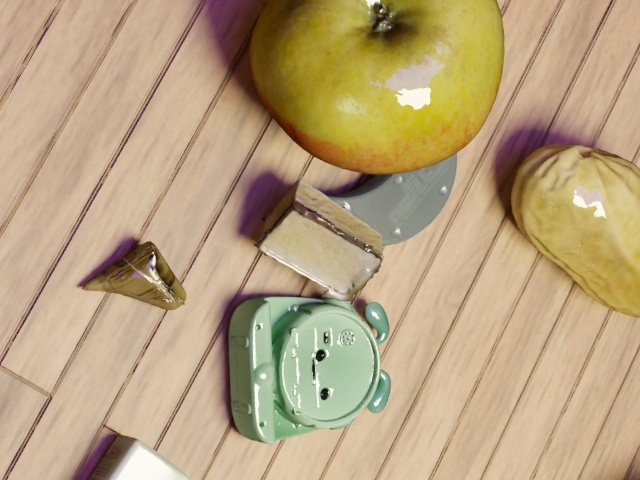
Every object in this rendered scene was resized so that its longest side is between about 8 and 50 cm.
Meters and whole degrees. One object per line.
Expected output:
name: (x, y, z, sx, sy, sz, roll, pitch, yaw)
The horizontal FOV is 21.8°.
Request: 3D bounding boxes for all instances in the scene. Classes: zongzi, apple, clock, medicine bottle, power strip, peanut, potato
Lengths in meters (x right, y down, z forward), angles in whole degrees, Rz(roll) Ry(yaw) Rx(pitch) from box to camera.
zongzi: (-0.180, 0.052, 1.628, 0.083, 0.040, 0.076, -37, 115, -12)
apple: (0.062, -0.185, 1.649, 0.260, 0.194, 0.261, 2, 75, -6)
clock: (-0.003, 0.126, 1.717, 0.188, 0.060, 0.148, -7, 94, -31)
medicine bottle: (-0.192, 0.257, 1.613, 0.074, 0.055, 0.118, 41, 71, -25)
power strip: (0.083, -0.080, 1.770, 0.216, 0.044, 0.137, -49, 113, -19)
peanut: (0.335, -0.006, 1.867, 0.305, 0.147, 0.147, 40, 72, -29)
potato: (0.002, 0.001, 1.690, 0.122, 0.086, 0.061, 32, 34, -19)
